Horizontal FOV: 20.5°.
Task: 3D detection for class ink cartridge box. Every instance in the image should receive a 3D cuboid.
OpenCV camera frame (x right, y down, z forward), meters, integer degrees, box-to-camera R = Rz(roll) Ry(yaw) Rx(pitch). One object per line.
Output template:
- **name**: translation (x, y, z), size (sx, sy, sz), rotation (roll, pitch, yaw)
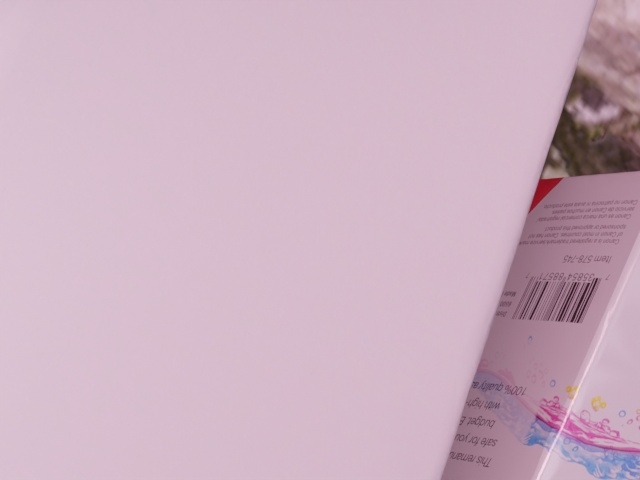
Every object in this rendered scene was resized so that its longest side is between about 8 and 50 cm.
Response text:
- **ink cartridge box**: translation (0.097, 0.081, 0.666), size (0.127, 0.128, 0.176), rotation (36, 72, -26)

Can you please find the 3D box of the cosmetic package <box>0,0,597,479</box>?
- **cosmetic package**: translation (-0.050, -0.074, 0.523), size (0.161, 0.230, 0.453), rotation (26, 75, -28)
